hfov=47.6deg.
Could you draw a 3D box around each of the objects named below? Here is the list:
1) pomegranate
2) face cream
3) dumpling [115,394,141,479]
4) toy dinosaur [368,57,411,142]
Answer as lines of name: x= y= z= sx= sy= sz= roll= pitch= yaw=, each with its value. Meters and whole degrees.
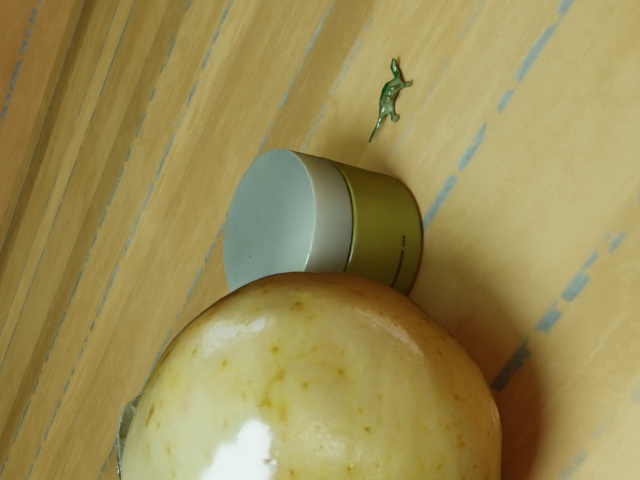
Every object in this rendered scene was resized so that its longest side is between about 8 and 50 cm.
pomegranate: x=-0.006 y=0.230 z=0.748 sx=0.411 sy=0.411 sz=0.412 roll=-17 pitch=69 yaw=51
face cream: x=0.000 y=0.000 z=0.978 sx=0.218 sy=0.179 sz=0.218 roll=-17 pitch=69 yaw=51
dumpling: x=-0.326 y=0.409 z=1.346 sx=0.142 sy=0.172 sz=0.247 roll=-13 pitch=76 yaw=20
toy dinosaur: x=0.094 y=-0.196 z=1.035 sx=0.060 sy=0.029 sz=0.120 roll=-116 pitch=42 yaw=-60
